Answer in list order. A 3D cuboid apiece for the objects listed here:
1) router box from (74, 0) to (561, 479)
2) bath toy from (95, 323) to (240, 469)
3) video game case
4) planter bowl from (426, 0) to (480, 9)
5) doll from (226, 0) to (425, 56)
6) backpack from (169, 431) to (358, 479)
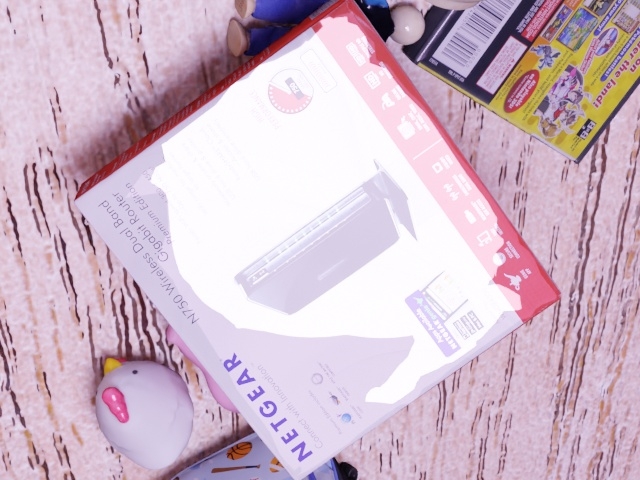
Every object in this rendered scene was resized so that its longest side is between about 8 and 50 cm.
[{"bbox_3d":[0.000,0.000,1.315,0.301,0.082,0.335,-36,104,5],"label":"router box"},{"bbox_3d":[-0.082,0.093,1.433,0.348,0.151,0.129,-33,154,6],"label":"bath toy"},{"bbox_3d":[0.251,-0.239,1.436,0.248,0.035,0.275,26,106,-34],"label":"video game case"},{"bbox_3d":[0.128,-0.275,1.296,0.162,0.162,0.109,3,145,-25],"label":"planter bowl"},{"bbox_3d":[0.013,-0.204,1.344,0.189,0.046,0.129,0,121,-24],"label":"doll"},{"bbox_3d":[-0.071,0.348,1.530,0.263,0.276,0.213,-33,123,6],"label":"backpack"}]
